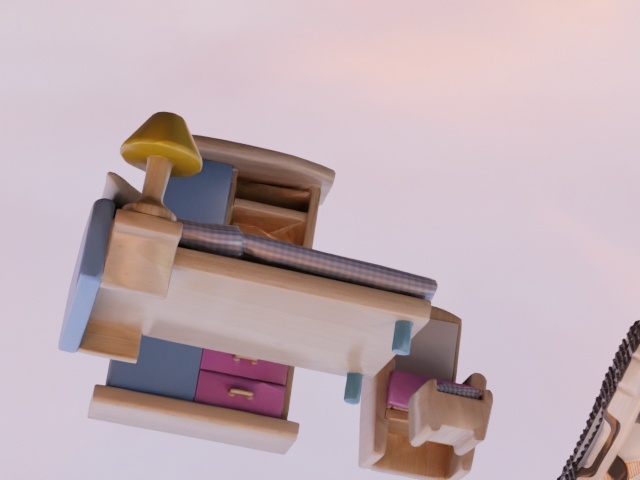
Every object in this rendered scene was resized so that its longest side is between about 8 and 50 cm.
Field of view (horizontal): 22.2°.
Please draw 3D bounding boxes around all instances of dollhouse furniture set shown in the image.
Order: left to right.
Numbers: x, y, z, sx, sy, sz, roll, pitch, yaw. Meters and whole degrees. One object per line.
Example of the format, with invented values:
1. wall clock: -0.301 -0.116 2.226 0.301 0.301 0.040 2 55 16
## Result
1. dollhouse furniture set: 0.000 0.000 0.999 0.286 0.198 0.303 11 158 -8

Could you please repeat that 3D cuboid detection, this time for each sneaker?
1. sneaker: 0.107 0.083 0.565 0.044 0.109 0.040 24 -164 0
